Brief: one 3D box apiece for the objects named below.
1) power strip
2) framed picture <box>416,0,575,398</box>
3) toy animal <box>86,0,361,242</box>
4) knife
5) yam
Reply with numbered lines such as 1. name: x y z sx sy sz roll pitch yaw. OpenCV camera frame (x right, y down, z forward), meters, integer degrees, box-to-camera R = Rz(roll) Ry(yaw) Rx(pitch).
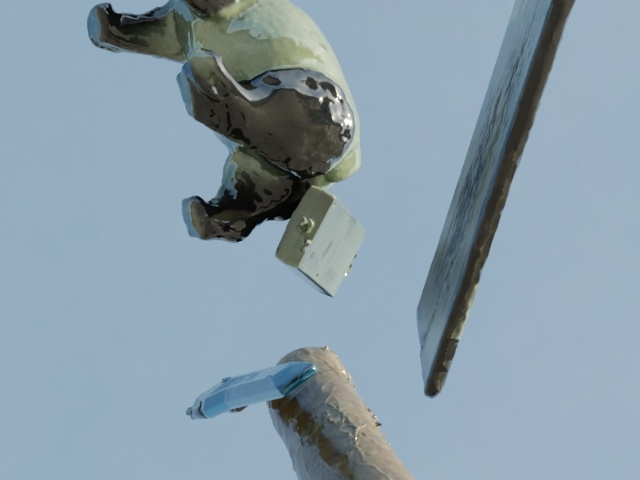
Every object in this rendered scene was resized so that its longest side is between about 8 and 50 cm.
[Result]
1. power strip: 0.000 0.000 1.141 0.019 0.136 0.051 28 -93 14
2. framed picture: 0.087 -0.113 0.678 0.013 0.244 0.323 17 -86 1
3. toy animal: -0.054 -0.116 1.135 0.121 0.225 0.094 -14 -23 -34
4. knife: -0.052 0.110 1.400 0.044 0.296 0.026 -30 -89 -16
5. yam: 0.029 0.175 1.321 0.081 0.356 0.081 -6 -66 -13
